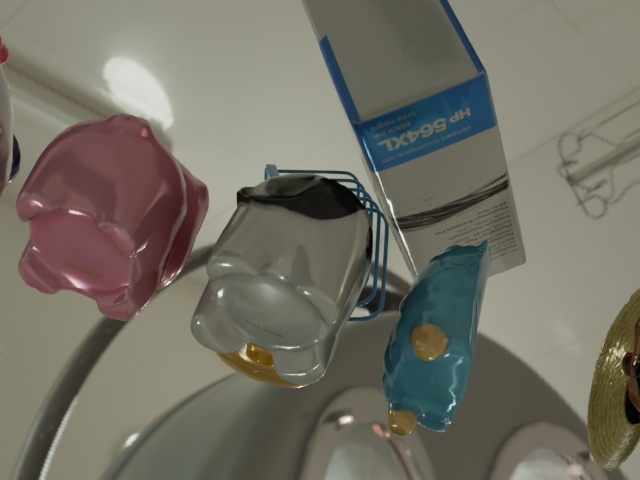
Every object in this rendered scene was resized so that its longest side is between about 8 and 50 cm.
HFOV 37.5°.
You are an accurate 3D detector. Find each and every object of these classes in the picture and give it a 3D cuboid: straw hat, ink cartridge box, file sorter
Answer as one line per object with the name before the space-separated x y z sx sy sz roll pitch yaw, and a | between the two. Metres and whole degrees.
straw hat | 0.256 0.109 0.706 0.061 0.145 0.144 14 -141 -1
ink cartridge box | 0.065 -0.076 0.641 0.203 0.085 0.148 64 -175 -51
file sorter | 0.000 0.000 0.934 0.170 0.104 0.118 -113 24 -72

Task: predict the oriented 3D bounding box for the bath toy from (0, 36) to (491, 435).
bath toy | -0.083 -0.013 0.492 0.348 0.151 0.129 22 -133 0

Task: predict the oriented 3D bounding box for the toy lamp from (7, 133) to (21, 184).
toy lamp | -0.289 -0.011 0.620 0.080 0.080 0.275 49 -155 -17
